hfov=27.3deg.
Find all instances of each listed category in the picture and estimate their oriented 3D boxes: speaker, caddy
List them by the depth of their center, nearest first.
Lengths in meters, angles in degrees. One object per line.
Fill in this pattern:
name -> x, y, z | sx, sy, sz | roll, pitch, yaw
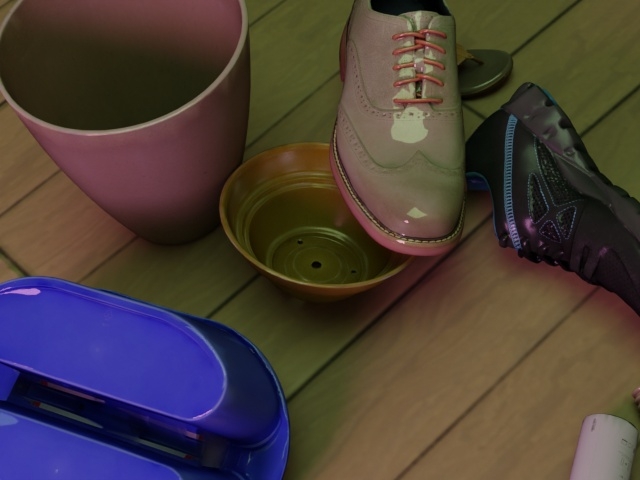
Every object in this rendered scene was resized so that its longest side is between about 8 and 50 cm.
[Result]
speaker -> 0.255, 0.231, 1.213 | 0.055, 0.055, 0.136 | 11, 57, 16
caddy -> -0.200, 0.171, 1.256 | 0.341, 0.179, 0.241 | 15, 82, 19

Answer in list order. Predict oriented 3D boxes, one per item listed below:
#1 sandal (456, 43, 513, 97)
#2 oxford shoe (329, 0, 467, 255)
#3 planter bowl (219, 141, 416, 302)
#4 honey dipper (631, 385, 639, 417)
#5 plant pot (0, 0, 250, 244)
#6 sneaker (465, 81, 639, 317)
sandal -> 0.135, -0.211, 1.551 | 0.180, 0.049, 0.072 | 8, 56, 14
oxford shoe -> 0.083, -0.159, 1.382 | 0.140, 0.146, 0.397 | 1, 49, -10
planter bowl -> 0.000, 0.000, 1.383 | 0.217, 0.090, 0.217 | 4, 44, -4
honey dipper -> 0.329, 0.210, 1.235 | 0.030, 0.030, 0.161 | -11, 57, 1
plant pot -> -0.179, -0.125, 1.399 | 0.256, 0.274, 0.256 | -4, 55, 6
sneaker -> 0.266, -0.008, 1.365 | 0.139, 0.125, 0.341 | -39, 54, 8
